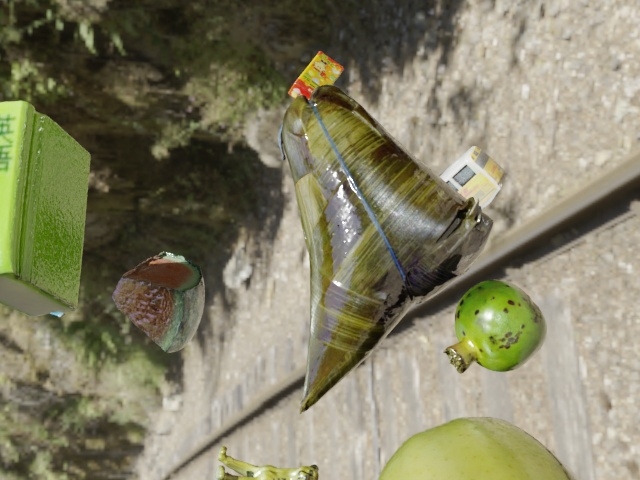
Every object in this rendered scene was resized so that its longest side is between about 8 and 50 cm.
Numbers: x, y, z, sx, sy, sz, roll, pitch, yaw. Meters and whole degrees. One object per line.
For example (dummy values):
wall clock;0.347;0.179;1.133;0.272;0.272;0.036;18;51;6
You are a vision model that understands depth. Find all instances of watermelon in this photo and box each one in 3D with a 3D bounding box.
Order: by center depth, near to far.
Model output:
watermelon;-0.365;0.106;2.061;0.148;0.226;0.318;-58;31;21

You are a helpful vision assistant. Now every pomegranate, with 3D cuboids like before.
pomegranate;0.271;0.130;1.380;0.143;0.169;0.122;53;143;26

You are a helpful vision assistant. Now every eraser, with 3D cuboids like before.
eraser;-0.437;-0.041;1.345;0.210;0.092;0.274;55;-146;-67

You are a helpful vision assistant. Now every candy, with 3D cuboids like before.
candy;-0.008;-0.320;1.783;0.038;0.062;0.122;-47;9;51

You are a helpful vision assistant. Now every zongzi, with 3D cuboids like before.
zongzi;0.000;0.000;1.447;0.403;0.432;0.208;45;172;10

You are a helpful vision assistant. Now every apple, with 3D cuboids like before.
apple;0.250;0.443;1.438;0.311;0.320;0.360;-55;30;13

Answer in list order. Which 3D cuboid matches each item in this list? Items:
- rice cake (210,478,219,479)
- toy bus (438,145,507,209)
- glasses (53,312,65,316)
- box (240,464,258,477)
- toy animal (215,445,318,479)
rice cake;-0.195;0.347;1.045;0.034;0.211;0.043;-34;82;47
toy bus;0.272;-0.062;2.030;0.342;0.138;0.097;-42;10;36
glasses;-0.663;0.075;2.148;0.221;0.088;0.189;33;137;32
box;-0.179;0.557;2.035;0.025;0.115;0.048;37;128;23
toy animal;-0.090;0.374;1.205;0.073;0.136;0.181;-158;84;-82
